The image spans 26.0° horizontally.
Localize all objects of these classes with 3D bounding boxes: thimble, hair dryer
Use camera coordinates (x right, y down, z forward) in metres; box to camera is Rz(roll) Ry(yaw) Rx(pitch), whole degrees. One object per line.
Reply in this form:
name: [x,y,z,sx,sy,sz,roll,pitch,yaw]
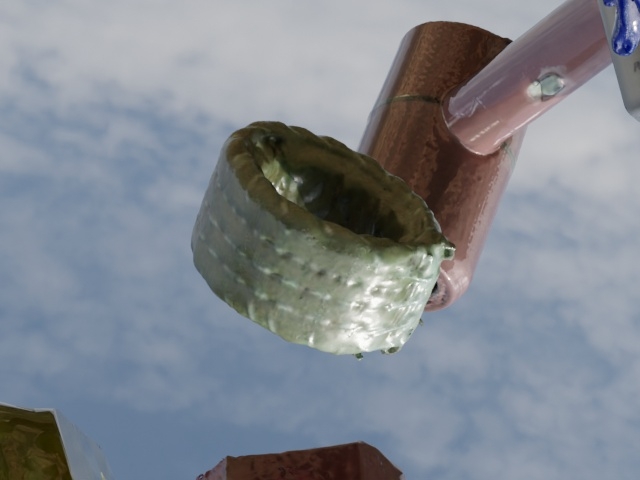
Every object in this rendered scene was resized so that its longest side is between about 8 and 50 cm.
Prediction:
thimble: [0.000,0.000,0.594,0.110,0.062,0.084,30,-149,10]
hair dryer: [0.131,-0.093,1.014,0.125,0.352,0.210,28,-116,-11]

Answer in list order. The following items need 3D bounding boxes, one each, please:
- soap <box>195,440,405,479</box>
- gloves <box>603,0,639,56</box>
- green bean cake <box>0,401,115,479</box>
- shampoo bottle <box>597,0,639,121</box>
soap: [-0.051,0.297,1.166,0.220,0.325,0.127,-3,-130,-19]
gloves: [0.107,-0.105,0.514,0.026,0.086,0.064,-27,-106,-2]
green bean cake: [-0.141,0.193,0.639,0.124,0.236,0.233,-19,-105,-6]
shampoo bottle: [0.180,-0.182,0.745,0.056,0.086,0.228,18,-122,-64]
